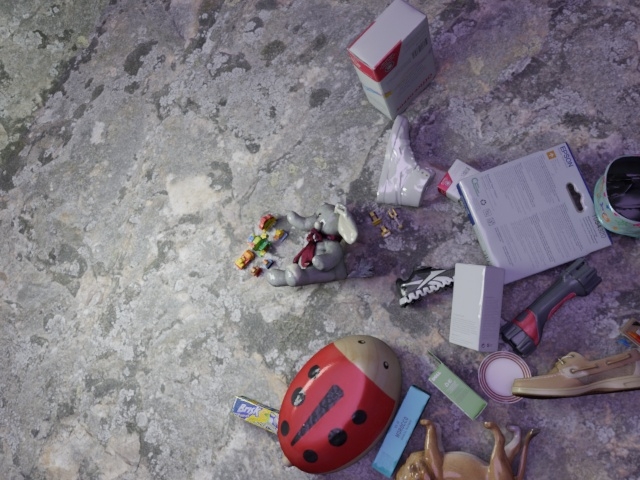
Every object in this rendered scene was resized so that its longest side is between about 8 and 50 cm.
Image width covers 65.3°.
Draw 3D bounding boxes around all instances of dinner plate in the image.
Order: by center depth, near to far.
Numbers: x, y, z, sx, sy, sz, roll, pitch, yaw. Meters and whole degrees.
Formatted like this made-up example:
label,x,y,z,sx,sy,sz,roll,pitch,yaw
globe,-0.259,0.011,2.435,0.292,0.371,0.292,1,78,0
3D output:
label,x,y,z,sx,sy,sz,roll,pitch,yaw
dinner plate,0.515,0.382,1.400,0.141,0.017,0.142,-4,75,16

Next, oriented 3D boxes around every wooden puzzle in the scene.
label,x,y,z,sx,sy,sz,roll,pitch,yaw
wooden puzzle,0.839,0.243,1.317,0.078,0.014,0.116,35,60,26

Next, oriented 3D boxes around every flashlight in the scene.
label,x,y,z,sx,sy,sz,roll,pitch,yaw
flashlight,0.637,0.190,1.378,0.304,0.103,0.103,-40,64,-1

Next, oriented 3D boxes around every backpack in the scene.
label,x,y,z,sx,sy,sz,roll,pitch,yaw
backpack,0.871,-0.114,1.331,0.253,0.191,0.226,5,71,8

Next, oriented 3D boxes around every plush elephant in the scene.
label,x,y,z,sx,sy,sz,roll,pitch,yaw
plush elephant,0.000,0.000,1.533,0.329,0.272,0.256,-6,87,-14

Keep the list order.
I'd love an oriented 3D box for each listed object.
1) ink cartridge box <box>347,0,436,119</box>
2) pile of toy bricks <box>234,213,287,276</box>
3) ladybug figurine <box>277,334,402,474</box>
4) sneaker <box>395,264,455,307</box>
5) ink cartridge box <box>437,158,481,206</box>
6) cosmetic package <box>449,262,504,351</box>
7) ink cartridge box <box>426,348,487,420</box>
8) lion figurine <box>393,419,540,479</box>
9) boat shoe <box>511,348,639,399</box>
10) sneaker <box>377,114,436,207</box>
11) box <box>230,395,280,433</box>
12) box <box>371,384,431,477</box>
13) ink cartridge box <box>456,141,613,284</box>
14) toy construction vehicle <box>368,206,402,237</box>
label,x,y,z,sx,sy,sz,roll,pitch,yaw
ink cartridge box,0.235,-0.562,1.582,0.226,0.306,0.131,-45,67,1
pile of toy bricks,-0.204,0.017,1.666,0.118,0.105,0.212,39,89,22
ladybug figurine,0.040,0.465,1.414,0.305,0.162,0.450,36,87,24
sneaker,0.328,0.111,1.496,0.234,0.078,0.106,-26,72,11
ink cartridge box,0.454,-0.163,1.539,0.150,0.063,0.109,36,88,21
cosmetic package,0.435,0.183,1.393,0.117,0.085,0.231,7,90,60
ink cartridge box,0.360,0.400,1.392,0.209,0.109,0.062,41,87,22
lion figurine,0.381,0.603,1.310,0.391,0.142,0.241,-7,65,20
boat shoe,0.670,0.352,1.315,0.340,0.122,0.110,-7,69,4
sneaker,0.291,-0.248,1.596,0.169,0.108,0.293,11,89,17
box,-0.191,0.538,1.550,0.168,0.054,0.059,15,80,20
box,0.230,0.530,1.402,0.060,0.100,0.245,26,85,20
ink cartridge box,0.605,-0.075,1.435,0.329,0.071,0.325,-19,81,1
toy construction vehicle,0.208,-0.065,1.602,0.085,0.035,0.098,-28,70,8
